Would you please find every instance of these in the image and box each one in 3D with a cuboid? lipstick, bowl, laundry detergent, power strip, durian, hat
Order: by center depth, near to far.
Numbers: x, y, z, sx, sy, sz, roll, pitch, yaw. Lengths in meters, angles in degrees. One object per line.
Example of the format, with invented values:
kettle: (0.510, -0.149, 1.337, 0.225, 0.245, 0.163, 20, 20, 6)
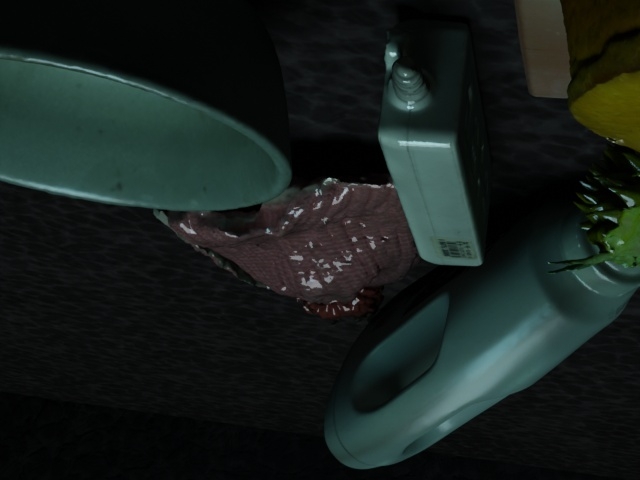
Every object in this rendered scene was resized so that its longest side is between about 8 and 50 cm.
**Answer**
lipstick: (0.148, -0.139, 0.907, 0.045, 0.045, 0.145, 4, 162, 13)
bowl: (-0.149, -0.129, 0.939, 0.289, 0.146, 0.289, 8, 165, 2)
durian: (0.303, -0.008, 1.039, 0.157, 0.170, 0.355, -1, 162, 39)
power strip: (0.091, -0.068, 1.086, 0.058, 0.098, 0.338, 5, 163, 13)
laundry detergent: (0.168, 0.069, 1.307, 0.125, 0.264, 0.398, 47, 144, -3)
hat: (0.000, 0.000, 1.357, 0.236, 0.107, 0.286, -5, 155, 17)

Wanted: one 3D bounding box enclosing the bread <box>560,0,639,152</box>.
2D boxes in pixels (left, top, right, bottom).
bread: (0.241, -0.126, 0.724, 0.195, 0.143, 0.269, 16, 165, -28)
